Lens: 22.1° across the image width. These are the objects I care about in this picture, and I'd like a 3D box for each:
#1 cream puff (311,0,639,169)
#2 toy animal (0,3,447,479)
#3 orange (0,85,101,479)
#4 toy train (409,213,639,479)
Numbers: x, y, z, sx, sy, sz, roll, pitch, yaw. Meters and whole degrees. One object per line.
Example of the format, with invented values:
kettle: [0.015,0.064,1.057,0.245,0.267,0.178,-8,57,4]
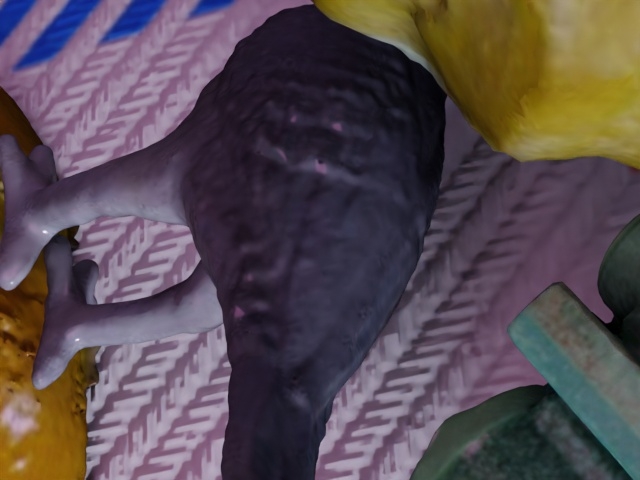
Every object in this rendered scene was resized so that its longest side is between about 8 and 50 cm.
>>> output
cream puff: [0.137,-0.177,0.439,0.274,0.270,0.323,27,50,30]
toy animal: [-0.024,-0.007,0.532,0.205,0.081,0.367,-7,37,31]
orange: [-0.224,0.039,0.636,0.274,0.274,0.310,-18,28,15]
toy train: [0.143,0.125,0.412,0.194,0.120,0.298,-43,55,5]
